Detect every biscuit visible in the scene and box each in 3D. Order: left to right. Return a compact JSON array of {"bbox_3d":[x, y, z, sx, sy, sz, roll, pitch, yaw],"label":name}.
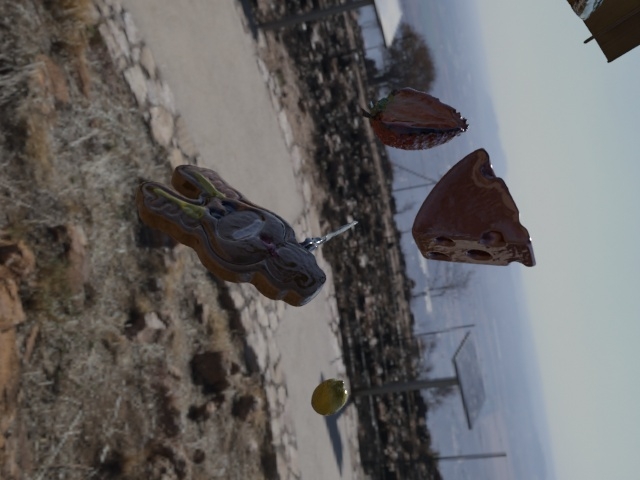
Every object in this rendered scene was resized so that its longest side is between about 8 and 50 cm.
[{"bbox_3d":[-0.120,-0.013,1.055,0.186,0.295,0.044,-45,165,-53],"label":"biscuit"}]

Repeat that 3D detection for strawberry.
[{"bbox_3d":[0.177,-0.228,1.431,0.085,0.192,0.140,96,-20,-50],"label":"strawberry"}]

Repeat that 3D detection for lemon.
[{"bbox_3d":[0.024,0.382,1.798,0.082,0.110,0.082,32,29,-20],"label":"lemon"}]

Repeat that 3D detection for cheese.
[{"bbox_3d":[0.275,-0.061,1.268,0.128,0.203,0.177,48,51,-58],"label":"cheese"}]

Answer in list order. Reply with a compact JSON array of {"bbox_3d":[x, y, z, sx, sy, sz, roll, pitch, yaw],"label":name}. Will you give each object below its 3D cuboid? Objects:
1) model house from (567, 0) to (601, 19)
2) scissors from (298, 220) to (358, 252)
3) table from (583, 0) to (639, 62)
[{"bbox_3d":[0.391,-0.501,1.132,0.239,0.268,0.173,44,49,10],"label":"model house"},{"bbox_3d":[0.000,0.000,1.704,0.022,0.109,0.300,51,42,9],"label":"scissors"},{"bbox_3d":[0.646,-0.471,1.476,0.167,0.227,0.167,22,55,-34],"label":"table"}]
